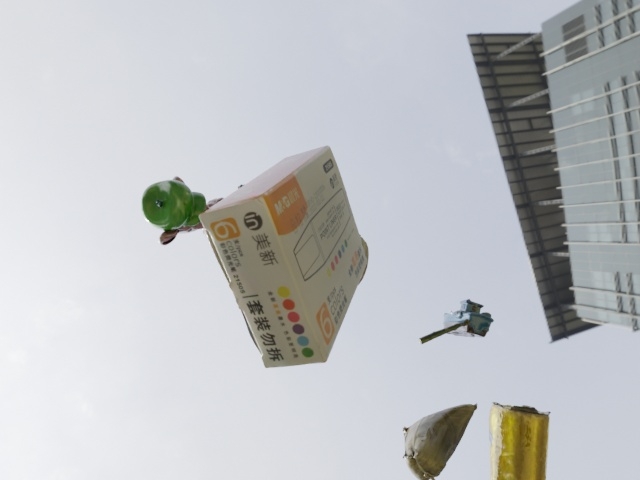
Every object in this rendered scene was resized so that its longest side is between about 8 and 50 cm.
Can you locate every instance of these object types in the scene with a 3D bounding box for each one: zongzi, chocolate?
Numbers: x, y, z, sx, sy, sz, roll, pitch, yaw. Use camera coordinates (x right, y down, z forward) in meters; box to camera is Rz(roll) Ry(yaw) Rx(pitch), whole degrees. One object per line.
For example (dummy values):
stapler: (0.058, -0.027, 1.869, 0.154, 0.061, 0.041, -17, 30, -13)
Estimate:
zongzi: (0.282, 0.448, 0.928, 0.197, 0.194, 0.099, -35, -100, 9)
chocolate: (0.542, 0.687, 1.129, 0.162, 0.162, 0.445, 15, -105, -19)

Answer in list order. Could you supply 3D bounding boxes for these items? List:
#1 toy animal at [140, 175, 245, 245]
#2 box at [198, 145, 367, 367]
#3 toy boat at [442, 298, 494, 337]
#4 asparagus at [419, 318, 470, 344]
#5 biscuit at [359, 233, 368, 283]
toy animal: (-0.161, -0.038, 0.560, 0.103, 0.208, 0.100, 5, -81, 18)
box: (-0.026, 0.006, 0.563, 0.091, 0.274, 0.220, -12, -68, 23)
toy boat: (0.382, 0.204, 1.077, 0.100, 0.223, 0.097, 17, -102, 3)
asparagus: (0.283, 0.206, 0.923, 0.127, 0.018, 0.015, -20, -77, -8)
biscuit: (0.001, -0.001, 1.296, 0.344, 0.057, 0.287, 24, -119, -8)
